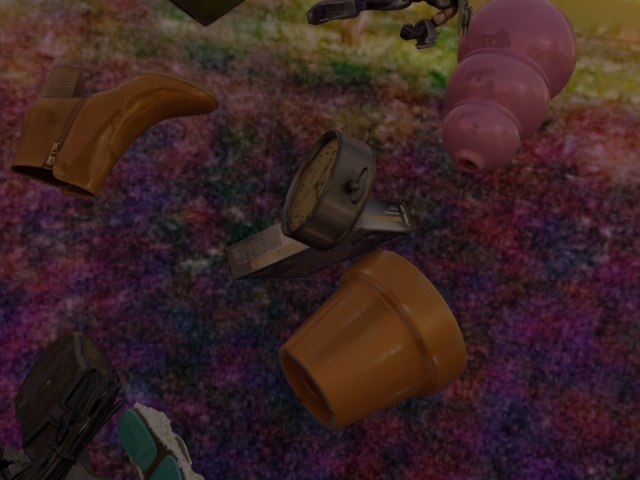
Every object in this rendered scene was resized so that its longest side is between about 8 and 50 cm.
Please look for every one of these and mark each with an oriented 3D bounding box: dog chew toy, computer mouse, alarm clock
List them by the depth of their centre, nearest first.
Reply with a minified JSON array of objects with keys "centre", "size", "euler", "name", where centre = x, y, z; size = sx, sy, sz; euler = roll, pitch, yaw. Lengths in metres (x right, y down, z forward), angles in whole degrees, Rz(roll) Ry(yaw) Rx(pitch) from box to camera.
[{"centre":[0.017,-0.053,0.863],"size":[0.064,0.129,0.192],"euler":[24,-7,-16],"name":"alarm clock"},{"centre":[-0.277,0.190,0.883],"size":[0.072,0.188,0.272],"euler":[41,-2,-24],"name":"computer mouse"},{"centre":[0.309,-0.259,1.371],"size":[0.207,0.331,0.206],"euler":[22,-23,10],"name":"dog chew toy"}]

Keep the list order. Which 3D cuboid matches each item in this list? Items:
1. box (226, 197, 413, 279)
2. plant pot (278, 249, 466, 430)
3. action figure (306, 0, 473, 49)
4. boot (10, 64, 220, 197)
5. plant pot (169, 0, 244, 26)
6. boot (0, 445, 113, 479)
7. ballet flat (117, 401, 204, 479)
[{"centre":[0.000,0.000,1.237],"size":[0.231,0.056,0.183],"euler":[-24,-14,32],"name":"box"},{"centre":[0.055,0.146,1.062],"size":[0.188,0.205,0.205],"euler":[-31,35,-21],"name":"plant pot"},{"centre":[0.124,-0.385,1.224],"size":[0.285,0.185,0.099],"euler":[4,11,29],"name":"action figure"},{"centre":[-0.319,-0.161,1.261],"size":[0.295,0.211,0.104],"euler":[7,-23,2],"name":"boot"},{"centre":[-0.117,-0.318,0.587],"size":[0.275,0.293,0.275],"euler":[-31,16,10],"name":"plant pot"},{"centre":[-0.456,0.436,1.384],"size":[0.161,0.083,0.246],"euler":[7,17,-45],"name":"boot"},{"centre":[-0.331,0.510,1.786],"size":[0.147,0.147,0.409],"euler":[-3,32,-30],"name":"ballet flat"}]
